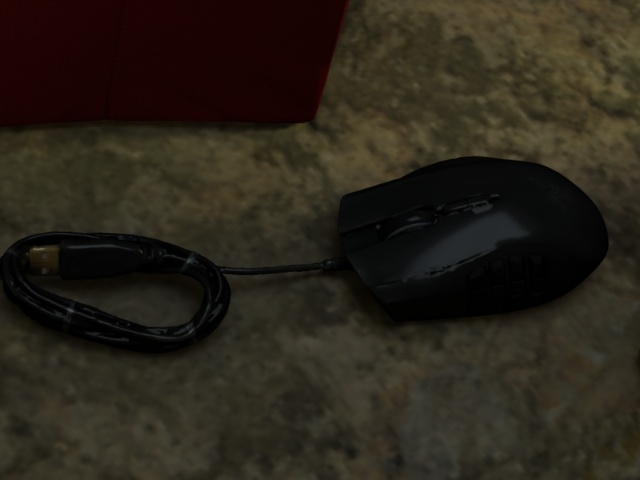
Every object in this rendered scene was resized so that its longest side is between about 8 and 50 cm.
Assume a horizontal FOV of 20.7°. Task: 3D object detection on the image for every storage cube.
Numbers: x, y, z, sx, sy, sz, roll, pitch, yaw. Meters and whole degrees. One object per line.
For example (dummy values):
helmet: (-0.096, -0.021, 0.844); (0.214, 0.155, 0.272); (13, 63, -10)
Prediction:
storage cube: (-0.087, -0.174, 0.682); (0.183, 0.193, 0.215); (-4, 53, -17)

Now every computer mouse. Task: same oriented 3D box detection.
computer mouse: (0.000, 0.000, 0.667); (0.242, 0.041, 0.071); (-7, 56, -18)
